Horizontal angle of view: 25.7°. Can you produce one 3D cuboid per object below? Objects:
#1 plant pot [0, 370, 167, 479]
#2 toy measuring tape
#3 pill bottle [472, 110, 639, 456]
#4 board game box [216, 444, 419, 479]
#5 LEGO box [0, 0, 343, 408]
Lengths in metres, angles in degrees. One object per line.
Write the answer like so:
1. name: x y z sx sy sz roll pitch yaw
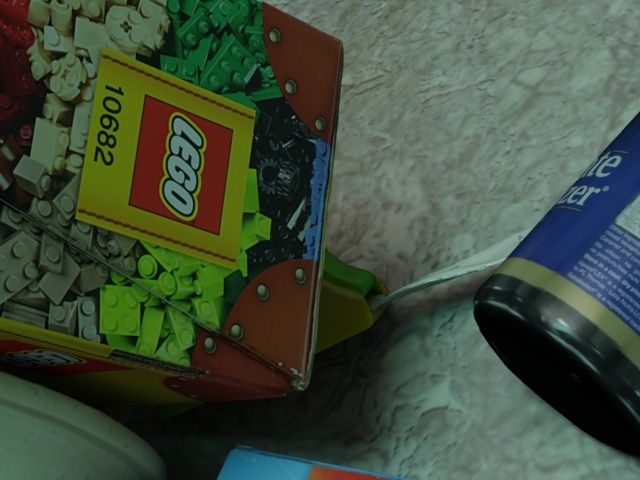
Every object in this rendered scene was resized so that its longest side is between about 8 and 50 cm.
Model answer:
1. plant pot: -0.262 0.238 0.679 0.334 0.334 0.305 -7 63 27
2. toy measuring tape: 0.000 0.000 0.819 0.330 0.121 0.121 -26 45 15
3. pill bottle: 0.191 -0.007 0.713 0.219 0.123 0.123 -47 45 -11
4. board game box: 0.039 0.262 0.606 0.302 0.086 0.308 5 57 35
5. LEGO box: -0.297 -0.031 0.749 0.500 0.372 0.193 -10 68 44
